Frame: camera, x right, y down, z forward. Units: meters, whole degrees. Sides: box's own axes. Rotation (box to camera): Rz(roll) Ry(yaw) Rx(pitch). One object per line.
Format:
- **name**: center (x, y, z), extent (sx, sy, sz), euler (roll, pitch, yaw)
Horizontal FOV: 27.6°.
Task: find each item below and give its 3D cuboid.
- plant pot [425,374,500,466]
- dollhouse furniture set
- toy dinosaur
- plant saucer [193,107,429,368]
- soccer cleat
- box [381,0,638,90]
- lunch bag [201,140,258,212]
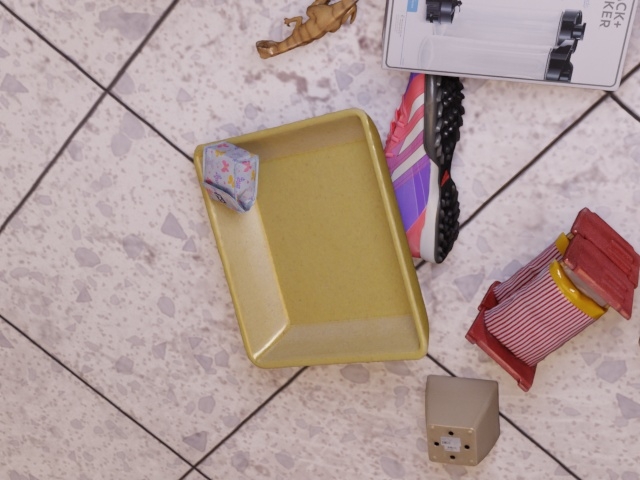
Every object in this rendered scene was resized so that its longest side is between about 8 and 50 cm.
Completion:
- **plant pot**: center (0.205, 0.277, 1.946), extent (0.109, 0.096, 0.109), euler (4, 123, 17)
- **dollhouse furniture set**: center (0.410, 0.156, 1.753), extent (0.374, 0.152, 0.201), euler (40, 125, -5)
- **toy dinosaur**: center (0.014, -0.283, 1.641), extent (0.211, 0.112, 0.064), euler (-31, 107, 32)
- **plant saucer**: center (0.000, 0.000, 1.769), extent (0.333, 0.081, 0.332), euler (-9, 99, 43)
- **soccer cleat**: center (0.122, -0.115, 1.723), extent (0.116, 0.108, 0.318), euler (13, 126, 22)
- **box**: center (0.223, -0.281, 1.545), extent (0.290, 0.087, 0.169), euler (6, 124, -1)
- **lunch bag**: center (-0.123, -0.083, 1.759), extent (0.071, 0.053, 0.083), euler (28, 126, 39)
